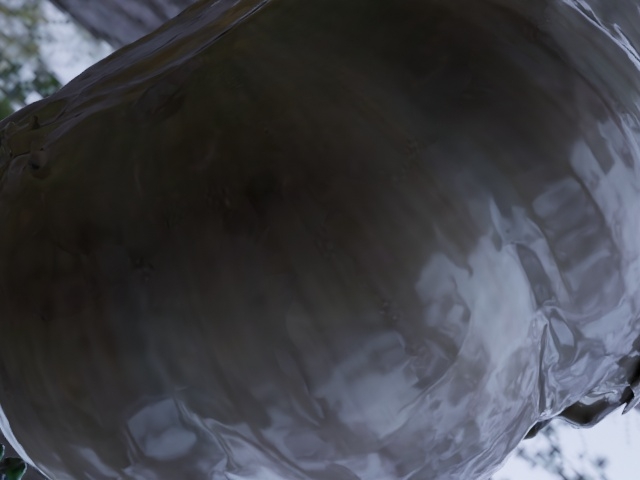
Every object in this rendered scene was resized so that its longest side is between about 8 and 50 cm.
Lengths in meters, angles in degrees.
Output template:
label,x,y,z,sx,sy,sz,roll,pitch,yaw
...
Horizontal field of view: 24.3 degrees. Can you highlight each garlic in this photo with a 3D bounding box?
label,x,y,z,sx,sy,sz,roll,pitch,yaw
garlic,0.004,-0.001,0.421,0.228,0.152,0.228,-20,-157,9

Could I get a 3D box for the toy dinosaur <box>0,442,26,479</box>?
label,x,y,z,sx,sy,sz,roll,pitch,yaw
toy dinosaur,-0.219,0.252,1.020,0.500,0.144,0.374,-39,-155,48
